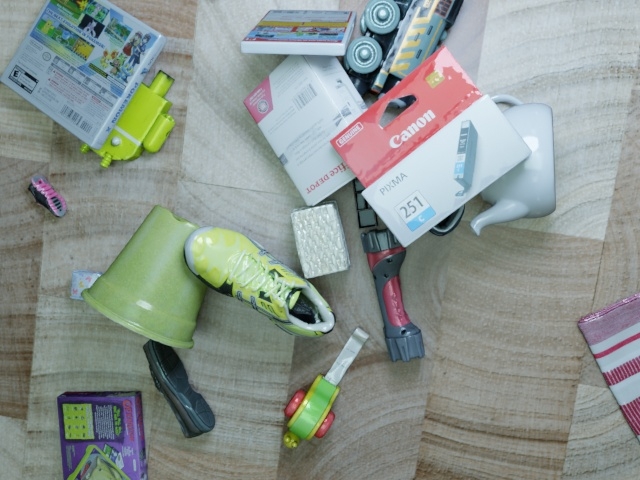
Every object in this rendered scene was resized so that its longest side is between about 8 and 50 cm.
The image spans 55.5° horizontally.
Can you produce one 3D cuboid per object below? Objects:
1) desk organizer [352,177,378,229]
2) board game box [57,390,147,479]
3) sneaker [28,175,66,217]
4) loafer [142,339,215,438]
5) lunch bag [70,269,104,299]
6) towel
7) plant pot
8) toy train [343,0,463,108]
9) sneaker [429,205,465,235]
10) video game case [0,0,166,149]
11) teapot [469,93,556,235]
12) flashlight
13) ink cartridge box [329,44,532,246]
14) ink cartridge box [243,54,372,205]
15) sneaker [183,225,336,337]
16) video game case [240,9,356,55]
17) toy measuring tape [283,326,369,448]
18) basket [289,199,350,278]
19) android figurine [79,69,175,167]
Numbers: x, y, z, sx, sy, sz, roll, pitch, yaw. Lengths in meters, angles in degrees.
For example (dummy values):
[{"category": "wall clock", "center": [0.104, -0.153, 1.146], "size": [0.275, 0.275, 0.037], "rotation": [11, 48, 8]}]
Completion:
[{"category": "desk organizer", "center": [0.101, -0.092, 1.395], "size": [0.047, 0.050, 0.130], "rotation": [-8, 94, 7]}, {"category": "board game box", "center": [-0.544, 0.554, 1.532], "size": [0.208, 0.056, 0.347], "rotation": [-1, 95, 11]}, {"category": "sneaker", "center": [-0.677, -0.101, 1.498], "size": [0.057, 0.047, 0.119], "rotation": [-38, 88, 28]}, {"category": "loafer", "center": [-0.361, 0.363, 1.471], "size": [0.084, 0.096, 0.268], "rotation": [-32, 92, 14]}, {"category": "lunch bag", "center": [-0.565, 0.112, 1.493], "size": [0.083, 0.053, 0.071], "rotation": [6, 93, 16]}, {"category": "towel", "center": [0.755, 0.276, 1.355], "size": [0.236, 0.037, 0.329], "rotation": [-27, 91, 9]}, {"category": "plant pot", "center": [-0.353, 0.069, 1.376], "size": [0.275, 0.276, 0.254], "rotation": [27, 86, 4]}, {"category": "toy train", "center": [0.178, -0.455, 1.318], "size": [0.190, 0.142, 0.334], "rotation": [24, 98, -5]}, {"category": "sneaker", "center": [0.259, -0.146, 1.318], "size": [0.099, 0.153, 0.283], "rotation": [-4, 94, 10]}, {"category": "video game case", "center": [-0.556, -0.417, 1.412], "size": [0.328, 0.036, 0.300], "rotation": [34, 94, 17]}, {"category": "teapot", "center": [0.392, -0.167, 1.274], "size": [0.186, 0.256, 0.253], "rotation": [-2, 109, 22]}, {"category": "flashlight", "center": [0.173, 0.120, 1.380], "size": [0.103, 0.103, 0.304], "rotation": [-14, 92, 5]}, {"category": "ink cartridge box", "center": [0.198, -0.177, 1.158], "size": [0.296, 0.066, 0.261], "rotation": [-38, 90, 16]}, {"category": "ink cartridge box", "center": [-0.007, -0.248, 1.322], "size": [0.207, 0.117, 0.283], "rotation": [-31, 91, 41]}, {"category": "sneaker", "center": [-0.117, 0.085, 1.320], "size": [0.384, 0.147, 0.145], "rotation": [33, 73, -25]}, {"category": "video game case", "center": [-0.036, -0.441, 1.276], "size": [0.203, 0.285, 0.025], "rotation": [3, 123, 7]}, {"category": "toy measuring tape", "center": [0.008, 0.354, 1.413], "size": [0.121, 0.121, 0.330], "rotation": [34, 98, 3]}, {"category": "basket", "center": [0.000, 0.000, 1.384], "size": [0.113, 0.103, 0.168], "rotation": [-13, 93, 2]}, {"category": "android figurine", "center": [-0.470, -0.304, 1.446], "size": [0.248, 0.056, 0.273], "rotation": [37, 96, 3]}]
